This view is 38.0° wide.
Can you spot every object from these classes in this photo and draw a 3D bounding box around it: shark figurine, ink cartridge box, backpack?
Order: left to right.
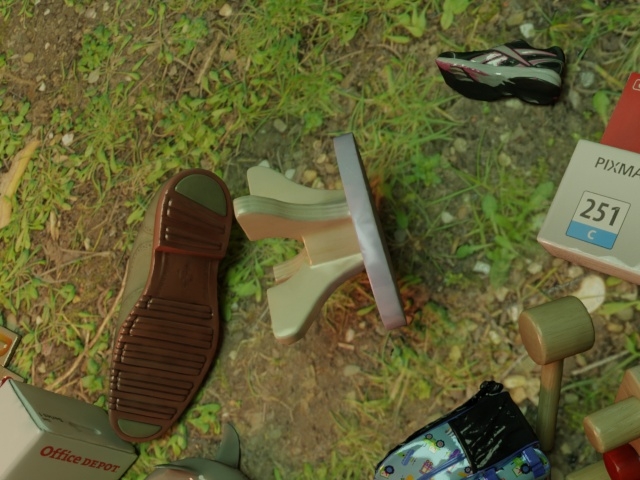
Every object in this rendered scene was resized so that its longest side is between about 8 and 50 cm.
[{"bbox_3d":[-0.428,0.349,1.302,0.278,0.201,0.117,-50,54,3],"label":"ink cartridge box"},{"bbox_3d":[-0.207,0.332,1.239,0.278,0.116,0.166,-19,60,20],"label":"shark figurine"},{"bbox_3d":[0.150,0.256,1.014,0.173,0.158,0.117,-27,59,-8],"label":"backpack"},{"bbox_3d":[0.435,-0.064,1.058,0.296,0.066,0.261,21,83,34],"label":"ink cartridge box"}]

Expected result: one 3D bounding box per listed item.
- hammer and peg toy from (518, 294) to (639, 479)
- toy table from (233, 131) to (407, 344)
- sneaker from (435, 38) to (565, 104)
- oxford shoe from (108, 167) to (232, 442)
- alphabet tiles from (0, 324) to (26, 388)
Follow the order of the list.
[{"bbox_3d":[0.325,0.229,0.899,0.127,0.266,0.361,-21,57,-4],"label":"hammer and peg toy"},{"bbox_3d":[0.000,0.000,1.191,0.160,0.252,0.274,-16,49,6],"label":"toy table"},{"bbox_3d":[0.246,-0.234,1.248,0.178,0.072,0.077,16,67,26],"label":"sneaker"},{"bbox_3d":[-0.228,0.094,1.364,0.146,0.140,0.397,0,72,63],"label":"oxford shoe"},{"bbox_3d":[-0.643,0.257,1.583,0.342,0.011,0.285,18,80,34],"label":"alphabet tiles"}]
